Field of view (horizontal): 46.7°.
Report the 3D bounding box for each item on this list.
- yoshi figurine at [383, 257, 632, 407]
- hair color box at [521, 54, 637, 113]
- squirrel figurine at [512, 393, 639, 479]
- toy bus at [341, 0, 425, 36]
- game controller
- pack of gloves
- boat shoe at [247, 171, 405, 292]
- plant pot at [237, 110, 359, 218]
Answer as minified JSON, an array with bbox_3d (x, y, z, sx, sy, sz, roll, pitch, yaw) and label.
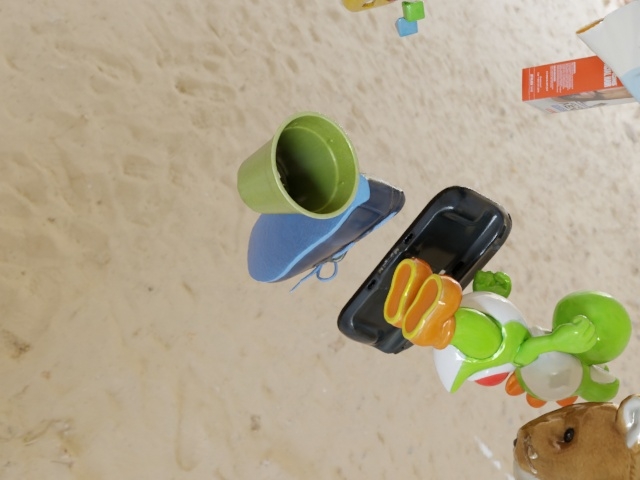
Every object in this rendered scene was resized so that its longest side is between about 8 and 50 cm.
[{"bbox_3d":[0.291,0.112,1.055,0.362,0.203,0.203,22,54,-17],"label":"yoshi figurine"},{"bbox_3d":[0.376,-0.218,1.029,0.093,0.167,0.053,7,82,-51],"label":"hair color box"},{"bbox_3d":[0.372,0.372,0.832,0.281,0.397,0.370,67,31,-51],"label":"squirrel figurine"},{"bbox_3d":[0.075,-0.417,1.118,0.202,0.104,0.191,78,-6,-45],"label":"toy bus"},{"bbox_3d":[0.165,0.054,1.188,0.166,0.319,0.067,27,22,-28],"label":"game controller"},{"bbox_3d":[0.424,-0.193,0.802,0.232,0.195,0.046,29,55,-36],"label":"pack of gloves"},{"bbox_3d":[0.000,0.000,0.835,0.089,0.258,0.109,4,78,-31],"label":"boat shoe"},{"bbox_3d":[-0.026,-0.052,0.590,0.083,0.079,0.083,8,77,-37],"label":"plant pot"}]
